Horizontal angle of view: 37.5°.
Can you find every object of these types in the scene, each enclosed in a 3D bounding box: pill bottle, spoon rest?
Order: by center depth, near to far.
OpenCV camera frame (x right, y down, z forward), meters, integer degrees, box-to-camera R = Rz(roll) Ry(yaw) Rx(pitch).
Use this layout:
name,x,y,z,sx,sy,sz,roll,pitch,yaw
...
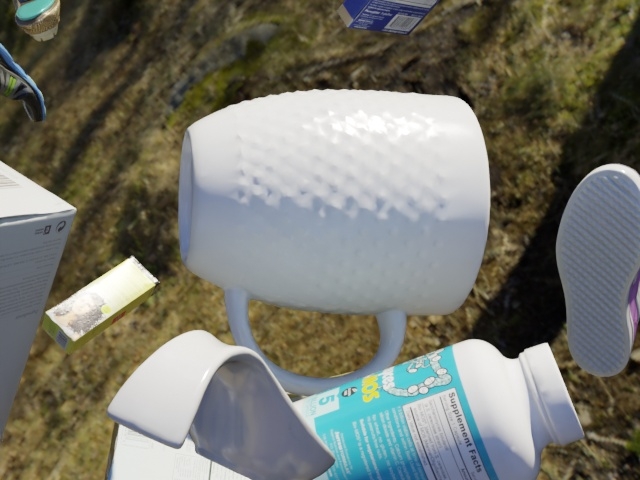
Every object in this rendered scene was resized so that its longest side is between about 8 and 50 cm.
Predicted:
name,x,y,z,sx,sy,sz,roll,pitch,yaw
spoon rest,-0.064,0.129,0.707,0.137,0.276,0.084,21,77,18
pill bottle,0.102,0.182,0.877,0.264,0.146,0.146,-21,43,9

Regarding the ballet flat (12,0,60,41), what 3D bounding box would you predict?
name,x,y,z,sx,sy,sz,roll,pitch,yaw
ballet flat,-0.428,-0.345,1.443,0.073,0.067,0.206,-22,34,-6

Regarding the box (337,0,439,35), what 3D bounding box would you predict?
name,x,y,z,sx,sy,sz,roll,pitch,yaw
box,0.138,-0.361,1.230,0.225,0.136,0.036,-42,67,36

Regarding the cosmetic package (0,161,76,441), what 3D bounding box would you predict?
name,x,y,z,sx,sy,sz,roll,pitch,yaw
cosmetic package,-0.494,0.085,1.233,0.217,0.156,0.384,29,108,20

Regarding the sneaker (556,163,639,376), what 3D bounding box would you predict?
name,x,y,z,sx,sy,sz,roll,pitch,yaw
sneaker,0.355,0.009,1.150,0.102,0.282,0.161,14,38,25

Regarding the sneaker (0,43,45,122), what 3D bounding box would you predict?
name,x,y,z,sx,sy,sz,roll,pitch,yaw
sneaker,-0.555,-0.277,1.653,0.078,0.188,0.067,-48,38,-14

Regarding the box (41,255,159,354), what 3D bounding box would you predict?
name,x,y,z,sx,sy,sz,roll,pitch,yaw
box,-0.434,0.126,1.874,0.232,0.087,0.058,-39,-13,-42

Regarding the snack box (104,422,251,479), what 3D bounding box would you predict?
name,x,y,z,sx,sy,sz,roll,pitch,yaw
snack box,-0.145,0.338,0.989,0.060,0.187,0.321,121,158,-49

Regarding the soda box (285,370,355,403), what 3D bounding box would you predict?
name,x,y,z,sx,sy,sz,roll,pitch,yaw
soda box,-0.016,0.251,1.423,0.181,0.061,0.058,-10,10,-17

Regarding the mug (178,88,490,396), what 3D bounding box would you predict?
name,x,y,z,sx,sy,sz,roll,pitch,yaw
mug,0.000,0.000,1.138,0.276,0.328,0.373,145,126,-73
